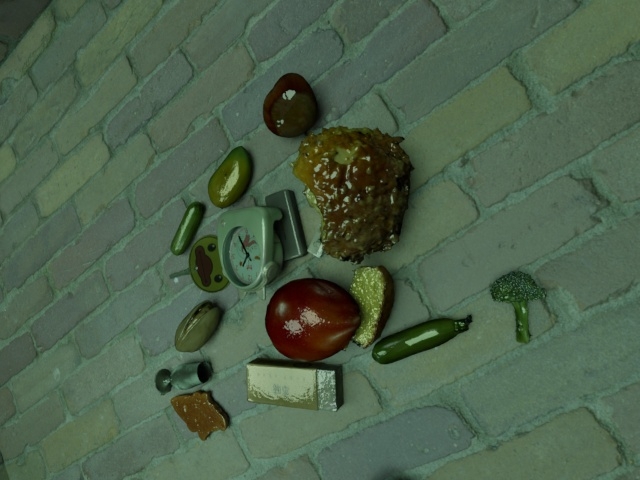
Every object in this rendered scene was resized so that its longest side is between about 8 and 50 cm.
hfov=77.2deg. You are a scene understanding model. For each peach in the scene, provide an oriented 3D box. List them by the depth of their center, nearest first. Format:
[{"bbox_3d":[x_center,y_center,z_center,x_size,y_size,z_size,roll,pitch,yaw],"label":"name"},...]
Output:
[{"bbox_3d":[-0.046,0.244,1.232,0.361,0.201,0.258,-15,71,53],"label":"peach"}]

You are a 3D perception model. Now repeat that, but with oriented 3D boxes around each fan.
[{"bbox_3d":[-0.467,0.102,1.583,0.335,0.011,0.230,-16,83,20],"label":"fan"}]

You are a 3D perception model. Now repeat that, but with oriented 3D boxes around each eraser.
[{"bbox_3d":[-0.094,0.491,1.376,0.343,0.078,0.144,-4,88,23],"label":"eraser"}]

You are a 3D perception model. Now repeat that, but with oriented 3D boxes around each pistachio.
[{"bbox_3d":[-0.464,0.324,1.509,0.136,0.136,0.226,38,97,19],"label":"pistachio"}]

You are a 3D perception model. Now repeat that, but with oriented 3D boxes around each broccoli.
[{"bbox_3d":[0.544,0.187,1.102,0.122,0.118,0.204,-15,96,1],"label":"broccoli"}]

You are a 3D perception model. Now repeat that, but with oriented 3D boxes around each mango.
[{"bbox_3d":[-0.331,-0.229,1.491,0.137,0.091,0.237,43,105,12],"label":"mango"}]

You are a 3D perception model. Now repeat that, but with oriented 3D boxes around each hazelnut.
[{"bbox_3d":[-0.095,-0.451,1.357,0.186,0.210,0.210,30,101,-3],"label":"hazelnut"}]

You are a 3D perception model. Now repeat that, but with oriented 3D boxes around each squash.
[{"bbox_3d":[0.299,0.296,1.210,0.331,0.087,0.087,-26,79,19],"label":"squash"},{"bbox_3d":[-0.526,-0.045,1.581,0.069,0.069,0.239,29,98,21],"label":"squash"}]

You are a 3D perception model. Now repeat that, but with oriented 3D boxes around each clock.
[{"bbox_3d":[-0.242,0.046,1.406,0.265,0.108,0.324,-3,92,39],"label":"clock"}]

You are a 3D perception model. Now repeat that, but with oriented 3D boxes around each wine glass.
[{"bbox_3d":[-0.531,0.530,1.551,0.222,0.103,0.103,-19,81,23],"label":"wine glass"}]

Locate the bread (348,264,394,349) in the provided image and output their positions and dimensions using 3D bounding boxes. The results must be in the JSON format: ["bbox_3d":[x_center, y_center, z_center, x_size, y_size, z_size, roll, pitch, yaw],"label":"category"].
[{"bbox_3d":[0.160,0.193,1.246,0.129,0.134,0.260,21,102,35],"label":"bread"}]

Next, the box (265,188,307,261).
[{"bbox_3d":[-0.121,-0.053,1.414,0.103,0.055,0.244,-17,83,23],"label":"box"}]

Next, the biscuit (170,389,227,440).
[{"bbox_3d":[-0.470,0.667,1.554,0.280,0.043,0.183,9,89,28],"label":"biscuit"}]

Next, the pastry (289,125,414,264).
[{"bbox_3d":[0.111,-0.153,1.186,0.337,0.292,0.405,-22,105,-4],"label":"pastry"}]

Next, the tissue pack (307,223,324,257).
[{"bbox_3d":[0.000,0.000,1.377,0.056,0.023,0.108,28,100,21],"label":"tissue pack"}]
